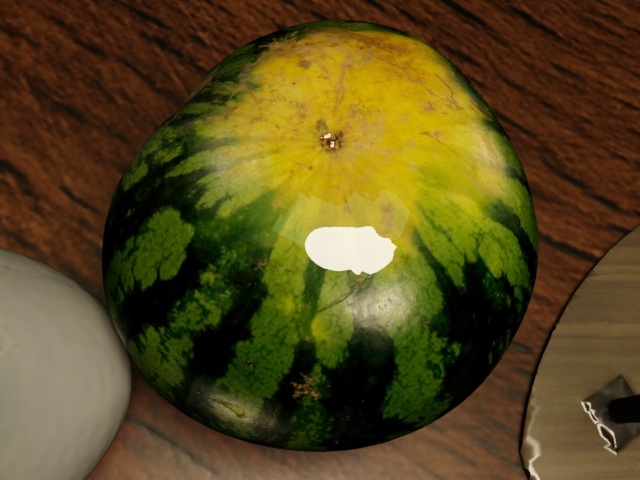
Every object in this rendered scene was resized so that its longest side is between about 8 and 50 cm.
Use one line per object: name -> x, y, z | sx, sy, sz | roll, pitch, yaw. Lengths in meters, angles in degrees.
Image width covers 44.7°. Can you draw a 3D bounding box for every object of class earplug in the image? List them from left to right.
earplug -> -0.277, 0.100, 0.452 | 0.325, 0.175, 0.214 | -9, 87, -3

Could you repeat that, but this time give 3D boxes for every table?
table -> 0.325, 0.055, 0.501 | 0.317, 0.249, 0.317 | 3, 66, -7

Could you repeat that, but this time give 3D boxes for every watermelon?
watermelon -> 0.003, -0.002, 0.485 | 0.268, 0.269, 0.269 | 3, 65, -7
